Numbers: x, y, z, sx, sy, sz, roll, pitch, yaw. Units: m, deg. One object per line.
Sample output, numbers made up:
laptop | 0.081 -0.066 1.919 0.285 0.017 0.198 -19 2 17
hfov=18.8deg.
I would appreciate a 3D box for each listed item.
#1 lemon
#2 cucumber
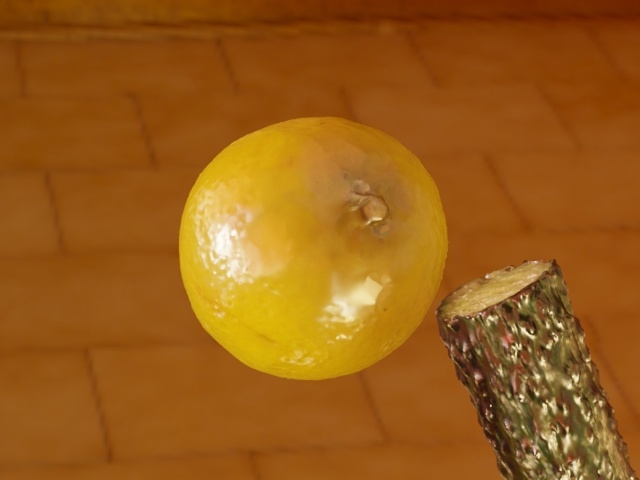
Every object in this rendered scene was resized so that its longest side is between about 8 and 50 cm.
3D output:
lemon | 0.000 0.000 1.727 0.240 0.219 0.241 6 69 -18
cucumber | 0.183 0.190 1.366 0.096 0.359 0.096 -21 14 6
